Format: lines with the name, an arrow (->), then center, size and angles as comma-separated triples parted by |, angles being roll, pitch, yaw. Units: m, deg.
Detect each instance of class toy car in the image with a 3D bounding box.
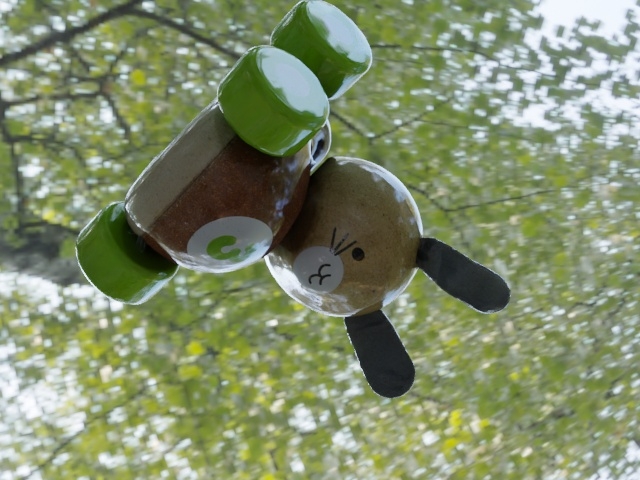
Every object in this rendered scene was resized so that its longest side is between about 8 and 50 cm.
toy car -> 0.000, 0.000, 0.744 | 0.188, 0.149, 0.155 | 43, -58, -6
